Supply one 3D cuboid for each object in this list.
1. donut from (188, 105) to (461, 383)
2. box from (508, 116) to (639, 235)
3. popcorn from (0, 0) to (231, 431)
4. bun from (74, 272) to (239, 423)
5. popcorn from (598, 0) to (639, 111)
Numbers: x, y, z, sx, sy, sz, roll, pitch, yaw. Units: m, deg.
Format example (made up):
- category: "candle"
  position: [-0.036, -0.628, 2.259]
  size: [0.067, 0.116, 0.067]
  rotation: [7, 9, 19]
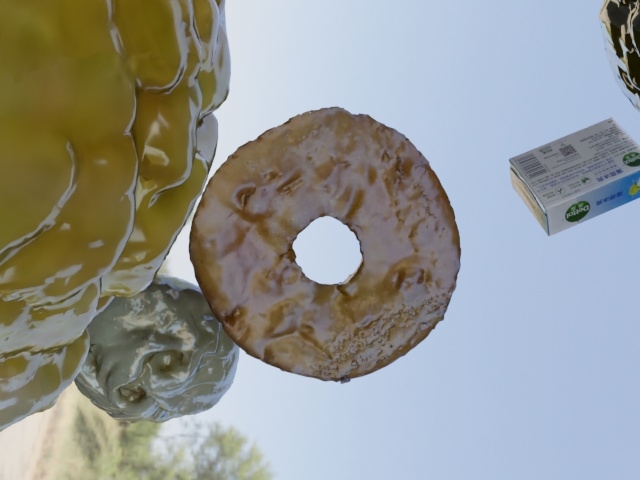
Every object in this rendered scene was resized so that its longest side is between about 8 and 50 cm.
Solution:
- category: "donut"
  position: [0.001, 0.003, 0.906]
  size: [0.108, 0.277, 0.278]
  rotation: [-133, -130, -74]
- category: "box"
  position: [0.431, -0.108, 1.463]
  size: [0.073, 0.194, 0.139]
  rotation: [70, -3, -46]
- category: "popcorn"
  position: [-0.218, -0.089, 0.437]
  size: [0.390, 0.344, 0.354]
  rotation: [-52, -176, 1]
- category: "bun"
  position: [-0.206, 0.140, 1.047]
  size: [0.133, 0.231, 0.231]
  rotation: [-83, -172, -47]
- category: "popcorn"
  position: [0.267, -0.130, 0.457]
  size: [0.225, 0.249, 0.249]
  rotation: [-39, -164, 0]
